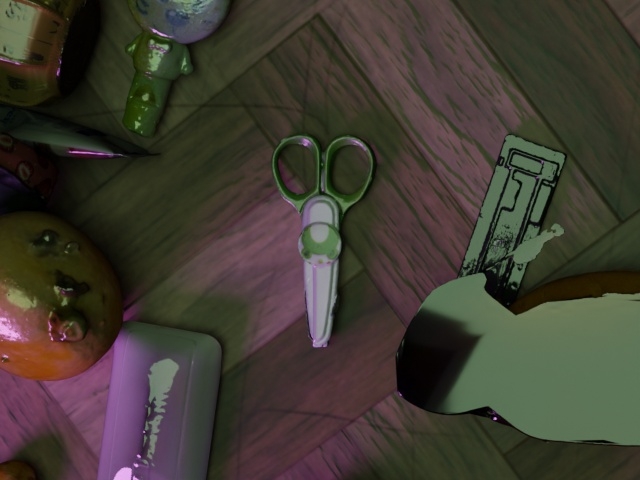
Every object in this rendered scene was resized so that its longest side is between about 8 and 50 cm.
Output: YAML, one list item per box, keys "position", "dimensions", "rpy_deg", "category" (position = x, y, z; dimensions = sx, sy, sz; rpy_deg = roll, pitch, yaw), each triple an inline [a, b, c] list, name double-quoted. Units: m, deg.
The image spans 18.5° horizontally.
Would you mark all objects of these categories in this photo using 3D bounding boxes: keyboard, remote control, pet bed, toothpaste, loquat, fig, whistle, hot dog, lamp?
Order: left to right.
- position: [-0.346, -0.074, 1.874]
  dimensions: [0.201, 0.201, 0.053]
  rpy_deg: [15, 73, 11]
  category: "pet bed"
- position: [-0.310, -0.214, 1.873]
  dimensions: [0.185, 0.161, 0.161]
  rpy_deg: [21, 97, 8]
  category: "lamp"
- position: [-0.321, 0.243, 1.956]
  dimensions: [0.083, 0.050, 0.050]
  rpy_deg: [-1, 93, 22]
  category: "fig"
- position: [-0.292, -0.110, 1.906]
  dimensions: [0.266, 0.096, 0.061]
  rpy_deg: [14, 98, 14]
  category: "toothpaste"
- position: [-0.266, 0.055, 1.868]
  dimensions: [0.149, 0.204, 0.172]
  rpy_deg: [-42, 117, -15]
  category: "loquat"
- position: [-0.171, 0.238, 1.918]
  dimensions: [0.109, 0.055, 0.313]
  rpy_deg: [9, 96, 11]
  category: "remote control"
- position: [-0.147, -0.197, 1.893]
  dimensions: [0.104, 0.057, 0.198]
  rpy_deg: [18, 105, 5]
  category: "whistle"
- position: [0.170, 0.005, 1.853]
  dimensions: [0.061, 0.013, 0.204]
  rpy_deg: [20, 97, 10]
  category: "keyboard"
- position: [0.247, 0.092, 1.795]
  dimensions: [0.326, 0.107, 0.194]
  rpy_deg: [15, 93, 13]
  category: "hot dog"

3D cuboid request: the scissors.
- position: [0.000, 0.000, 1.882]
  dimensions: [0.101, 0.027, 0.204]
  rpy_deg: [3, 92, 13]
  category: "scissors"
